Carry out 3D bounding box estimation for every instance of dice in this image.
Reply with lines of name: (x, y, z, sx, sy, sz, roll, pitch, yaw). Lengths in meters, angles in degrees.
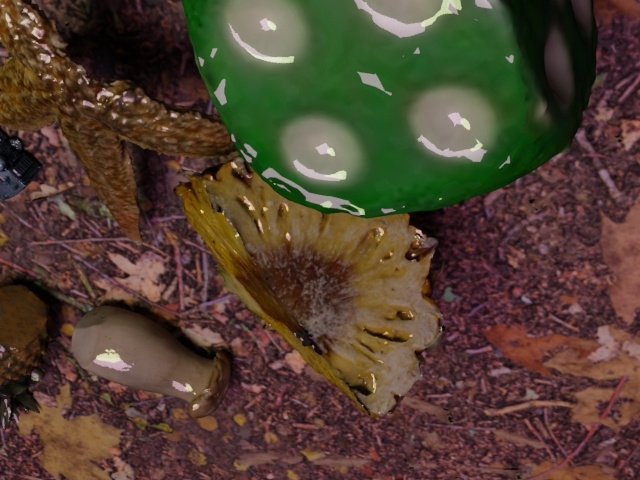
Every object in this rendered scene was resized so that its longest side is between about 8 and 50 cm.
dice: (0.066, -0.211, 1.052, 0.297, 0.287, 0.300, -8, 123, 26)

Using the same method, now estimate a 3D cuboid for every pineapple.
pineapple: (-0.001, 0.000, 1.331, 0.209, 0.286, 0.344, -39, 103, -11)
pineapple: (-0.428, 0.165, 1.601, 0.125, 0.125, 0.251, 23, 138, 0)

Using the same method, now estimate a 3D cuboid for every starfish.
starfish: (-0.250, -0.168, 1.252, 0.398, 0.132, 0.384, 27, 152, -14)

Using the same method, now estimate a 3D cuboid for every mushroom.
mushroom: (-0.216, 0.153, 1.521, 0.212, 0.097, 0.088, 29, 118, -5)

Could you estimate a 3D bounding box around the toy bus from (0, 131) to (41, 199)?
toy bus: (-0.416, -0.119, 1.419, 0.166, 0.047, 0.065, 44, 130, -14)
